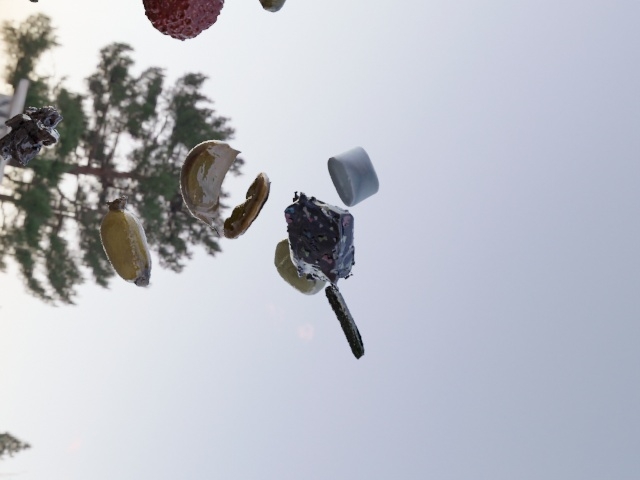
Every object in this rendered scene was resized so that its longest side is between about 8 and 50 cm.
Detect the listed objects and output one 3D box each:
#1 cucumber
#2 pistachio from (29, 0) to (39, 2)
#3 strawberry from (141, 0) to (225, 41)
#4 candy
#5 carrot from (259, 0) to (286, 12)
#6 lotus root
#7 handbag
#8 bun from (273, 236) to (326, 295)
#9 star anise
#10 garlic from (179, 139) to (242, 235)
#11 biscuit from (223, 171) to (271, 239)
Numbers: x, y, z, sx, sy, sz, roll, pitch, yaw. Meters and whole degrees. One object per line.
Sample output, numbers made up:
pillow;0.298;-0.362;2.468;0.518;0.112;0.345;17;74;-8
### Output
cucumber;0.069;0.217;1.848;0.044;0.043;0.256;-46;-138;20
pistachio;-0.922;-0.864;2.134;0.138;0.238;0.153;-9;-153;30
strawberry;-0.348;-0.687;1.845;0.258;0.261;0.261;-5;-106;29
candy;0.088;-0.167;1.763;0.071;0.174;0.138;-19;-83;34
carrot;-0.111;-0.684;1.812;0.173;0.082;0.082;132;-41;-51
lotus root;-0.632;0.011;2.214;0.146;0.131;0.303;52;20;-88
handbag;0.000;0.000;1.579;0.113;0.162;0.260;-53;153;-32
bun;-0.049;0.078;2.286;0.220;0.134;0.220;30;-42;32
star anise;-0.826;-0.301;1.918;0.220;0.099;0.214;-23;-136;18
garlic;-0.413;-0.201;2.437;0.151;0.196;0.338;65;38;-78
biscuit;-0.246;-0.094;2.238;0.299;0.045;0.154;-49;-149;37
